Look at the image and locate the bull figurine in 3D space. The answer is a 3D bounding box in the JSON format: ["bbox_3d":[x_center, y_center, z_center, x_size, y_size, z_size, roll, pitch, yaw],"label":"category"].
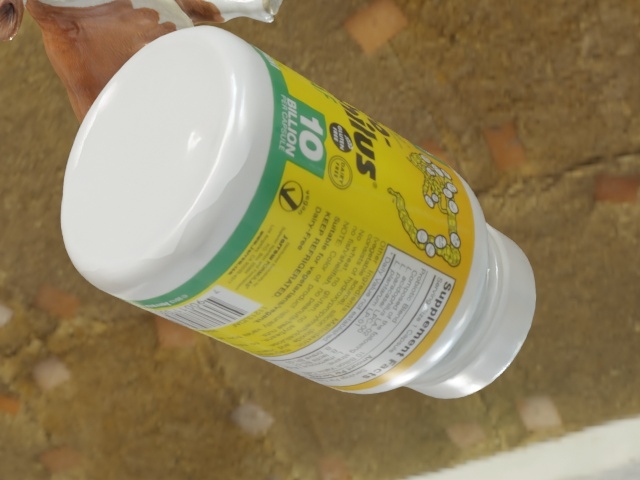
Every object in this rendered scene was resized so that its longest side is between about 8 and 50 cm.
[{"bbox_3d":[-0.118,-0.116,1.032,0.188,0.101,0.310,12,-31,18],"label":"bull figurine"}]

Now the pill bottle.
[{"bbox_3d":[0.000,0.000,0.648,0.118,0.117,0.208,-37,-44,28],"label":"pill bottle"}]
